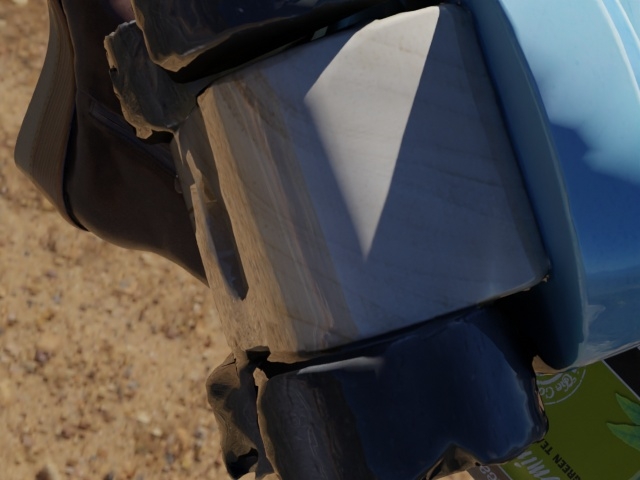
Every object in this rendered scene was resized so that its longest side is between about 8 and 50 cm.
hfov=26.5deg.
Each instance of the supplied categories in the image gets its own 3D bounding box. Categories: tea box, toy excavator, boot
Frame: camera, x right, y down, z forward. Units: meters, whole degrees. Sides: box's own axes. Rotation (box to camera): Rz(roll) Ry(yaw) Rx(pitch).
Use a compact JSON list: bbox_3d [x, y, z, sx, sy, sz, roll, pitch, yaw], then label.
[{"bbox_3d":[0.351,0.184,1.424,0.329,0.323,0.220,47,27,19],"label":"tea box"},{"bbox_3d":[0.135,-0.052,0.680,0.445,0.433,0.222,-16,89,-12],"label":"toy excavator"},{"bbox_3d":[-0.083,-0.108,0.816,0.207,0.248,0.090,26,17,33],"label":"boot"}]
